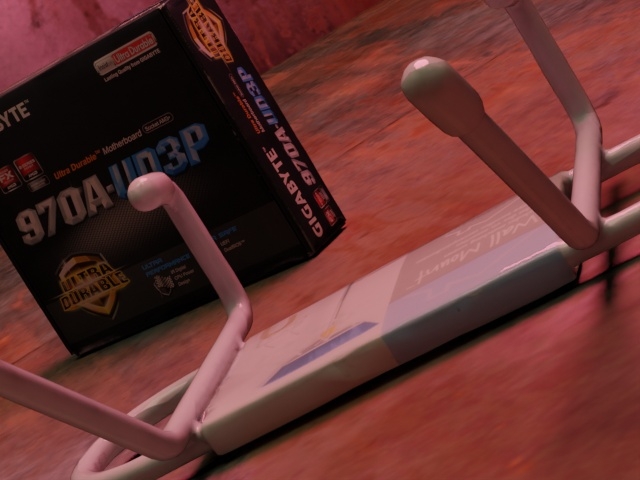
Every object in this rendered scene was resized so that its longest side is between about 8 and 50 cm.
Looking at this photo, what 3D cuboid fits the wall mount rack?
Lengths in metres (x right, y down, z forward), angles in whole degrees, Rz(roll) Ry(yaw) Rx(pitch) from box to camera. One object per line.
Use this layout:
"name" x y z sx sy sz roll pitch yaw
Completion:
"wall mount rack" 0.000 0.000 0.795 0.350 0.130 0.304 -29 10 16

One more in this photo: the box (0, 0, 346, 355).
"box" -0.115 -0.040 1.204 0.220 0.175 0.051 -23 13 37
